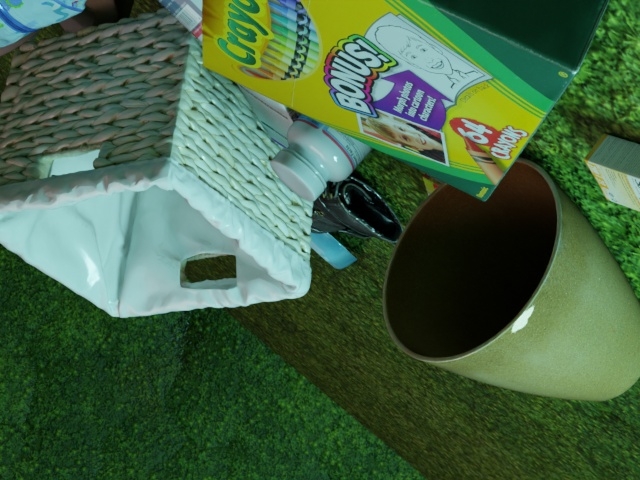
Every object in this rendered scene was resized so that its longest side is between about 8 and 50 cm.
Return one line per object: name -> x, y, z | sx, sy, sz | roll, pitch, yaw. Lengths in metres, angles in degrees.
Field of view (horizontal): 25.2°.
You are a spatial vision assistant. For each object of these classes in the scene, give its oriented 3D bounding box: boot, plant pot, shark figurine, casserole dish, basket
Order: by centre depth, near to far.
plant pot -> 0.237, 0.074, 1.546 | 0.254, 0.237, 0.237 | 34, 173, -34
basket -> -0.208, -0.088, 1.825 | 0.328, 0.266, 0.331 | -8, 149, 30
boot -> -0.013, -0.083, 2.002 | 0.263, 0.091, 0.229 | 35, 169, -23
shark figurine -> -0.385, -0.317, 2.224 | 0.278, 0.116, 0.166 | 29, 161, 35
casserole dish -> 0.000, 0.000, 2.234 | 0.114, 0.037, 0.188 | 41, 179, 11

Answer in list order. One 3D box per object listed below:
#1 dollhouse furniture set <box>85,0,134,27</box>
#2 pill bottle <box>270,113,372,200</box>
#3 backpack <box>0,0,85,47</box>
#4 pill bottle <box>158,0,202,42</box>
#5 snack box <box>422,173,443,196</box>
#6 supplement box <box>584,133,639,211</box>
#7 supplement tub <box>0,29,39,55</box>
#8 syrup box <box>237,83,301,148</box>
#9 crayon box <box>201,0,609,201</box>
dollhouse furniture set -> -0.364, -0.359, 1.827 | 0.242, 0.212, 0.161 | 13, 163, 3
pill bottle -> 0.020, -0.123, 1.596 | 0.087, 0.160, 0.087 | 39, 167, 11
backpack -> -0.388, -0.395, 1.601 | 0.290, 0.273, 0.355 | 22, -124, -83
pill bottle -> -0.156, -0.316, 1.586 | 0.180, 0.108, 0.108 | 44, 167, -10
snack box -> 0.180, -0.030, 1.713 | 0.100, 0.037, 0.141 | 35, 166, 27
supplement box -> 0.297, -0.055, 1.310 | 0.098, 0.036, 0.062 | 25, 160, 48
supplement tub -> -0.525, -0.428, 1.979 | 0.235, 0.235, 0.325 | 32, 164, 34
syrup box -> -0.028, -0.179, 1.660 | 0.096, 0.093, 0.237 | 36, 171, 24
crayon box -> 0.055, -0.187, 1.254 | 0.313, 0.106, 0.363 | 25, 165, 2
